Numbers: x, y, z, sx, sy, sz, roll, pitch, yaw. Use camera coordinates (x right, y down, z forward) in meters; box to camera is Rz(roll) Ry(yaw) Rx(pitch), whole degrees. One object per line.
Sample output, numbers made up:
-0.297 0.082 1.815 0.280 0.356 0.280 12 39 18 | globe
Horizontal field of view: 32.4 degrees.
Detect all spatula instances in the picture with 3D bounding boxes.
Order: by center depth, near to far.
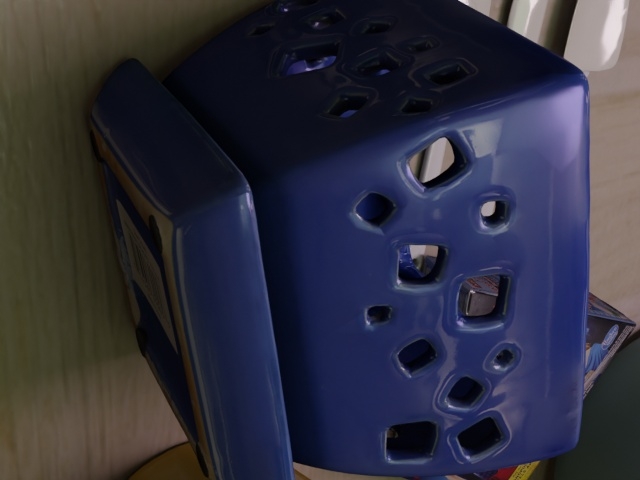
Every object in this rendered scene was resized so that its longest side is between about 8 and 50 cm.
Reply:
0.139 -0.088 0.801 0.168 0.019 0.242 -5 115 -32 | spatula

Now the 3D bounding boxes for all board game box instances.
0.126 0.099 0.852 0.194 0.060 0.194 30 96 -41 | board game box

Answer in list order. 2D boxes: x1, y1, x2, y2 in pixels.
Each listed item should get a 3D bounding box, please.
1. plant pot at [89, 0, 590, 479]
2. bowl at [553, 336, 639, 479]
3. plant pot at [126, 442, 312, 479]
0.000 0.000 0.626 0.212 0.236 0.236 -17 121 -17 | plant pot
0.368 0.227 0.925 0.311 0.163 0.312 0 98 -4 | bowl
-0.037 0.259 0.714 0.254 0.239 0.254 -15 120 -27 | plant pot
